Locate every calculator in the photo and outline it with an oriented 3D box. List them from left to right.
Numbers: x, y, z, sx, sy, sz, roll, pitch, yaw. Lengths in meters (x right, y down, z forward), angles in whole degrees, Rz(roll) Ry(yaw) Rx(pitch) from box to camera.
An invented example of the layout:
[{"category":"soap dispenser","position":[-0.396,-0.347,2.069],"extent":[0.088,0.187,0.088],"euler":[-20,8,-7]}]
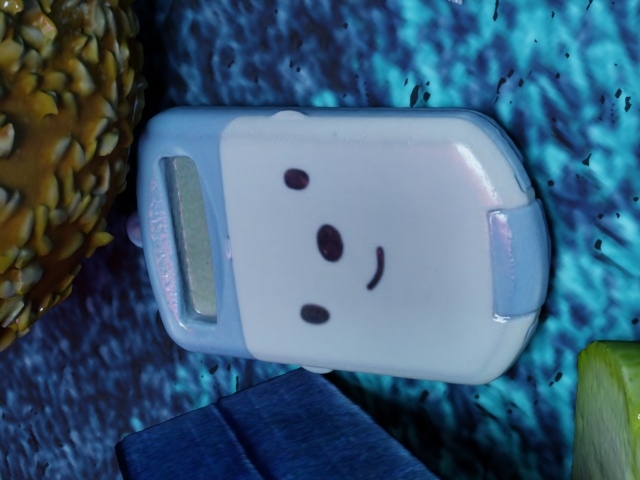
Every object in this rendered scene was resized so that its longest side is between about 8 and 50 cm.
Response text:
[{"category":"calculator","position":[0.000,0.000,0.572],"extent":[0.210,0.039,0.121],"euler":[4,108,28]}]

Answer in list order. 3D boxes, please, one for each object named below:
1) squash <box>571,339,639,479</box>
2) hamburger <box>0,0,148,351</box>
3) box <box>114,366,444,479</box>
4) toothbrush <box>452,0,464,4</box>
[{"category":"squash","position":[0.262,0.159,0.476],"extent":[0.308,0.210,0.234],"euler":[-1,108,-1]},{"category":"hamburger","position":[-0.216,-0.071,0.526],"extent":[0.225,0.291,0.291],"euler":[3,110,36]},{"category":"box","position":[0.024,0.215,0.509],"extent":[0.116,0.261,0.279],"euler":[-20,100,-12]},{"category":"toothbrush","position":[-0.064,-0.157,0.560],"extent":[0.304,0.030,0.030],"euler":[24,118,22]}]
